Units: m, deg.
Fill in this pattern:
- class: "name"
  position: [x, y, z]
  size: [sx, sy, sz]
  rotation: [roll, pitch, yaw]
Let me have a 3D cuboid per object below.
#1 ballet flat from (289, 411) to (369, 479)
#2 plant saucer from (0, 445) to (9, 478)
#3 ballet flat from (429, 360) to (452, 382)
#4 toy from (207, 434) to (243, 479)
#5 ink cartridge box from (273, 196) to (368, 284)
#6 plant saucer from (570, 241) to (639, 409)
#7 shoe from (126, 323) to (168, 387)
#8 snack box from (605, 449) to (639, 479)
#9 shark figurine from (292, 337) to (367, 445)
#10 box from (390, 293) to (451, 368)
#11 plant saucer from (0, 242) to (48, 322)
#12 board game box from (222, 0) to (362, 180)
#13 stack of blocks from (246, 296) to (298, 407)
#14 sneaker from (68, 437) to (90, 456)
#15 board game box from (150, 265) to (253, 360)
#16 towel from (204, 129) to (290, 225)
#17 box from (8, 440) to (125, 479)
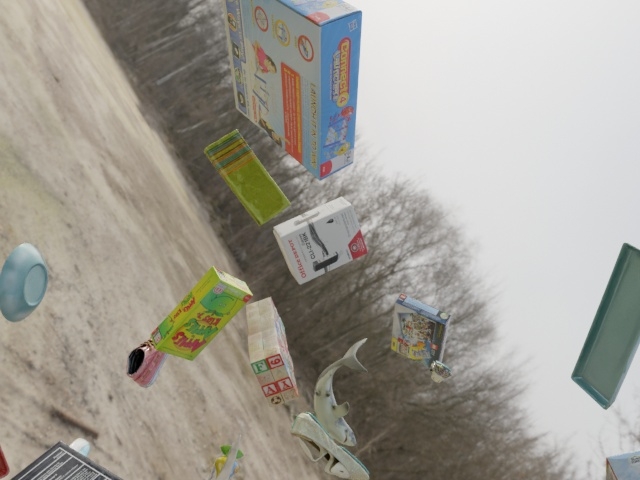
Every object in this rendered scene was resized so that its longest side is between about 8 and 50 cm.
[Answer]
- class: "ballet flat"
  position: [0.012, 0.369, 0.949]
  size: [0.168, 0.052, 0.057]
  rotation: [45, -34, -2]
- class: "plant saucer"
  position: [-0.880, 0.470, 1.235]
  size: [0.047, 0.259, 0.259]
  rotation: [-28, -95, 54]
- class: "ballet flat"
  position: [0.242, 0.270, 1.122]
  size: [0.041, 0.041, 0.114]
  rotation: [58, 1, 10]
- class: "toy"
  position: [-0.167, 0.448, 0.877]
  size: [0.056, 0.137, 0.237]
  rotation: [25, 46, -13]
- class: "ink cartridge box"
  position: [0.000, 0.000, 1.905]
  size: [0.114, 0.272, 0.197]
  rotation: [-129, -164, -64]
- class: "plant saucer"
  position: [0.354, 0.102, 0.653]
  size: [0.067, 0.018, 0.192]
  rotation: [-123, -140, -64]
- class: "shoe"
  position: [-0.428, 0.276, 1.395]
  size: [0.063, 0.178, 0.081]
  rotation: [7, -30, 19]
- class: "snack box"
  position: [0.506, 0.355, 0.785]
  size: [0.070, 0.174, 0.207]
  rotation: [-96, 164, -44]
- class: "shark figurine"
  position: [0.028, 0.368, 1.381]
  size: [0.116, 0.166, 0.279]
  rotation: [-60, 158, -69]
- class: "box"
  position: [0.297, 0.279, 1.660]
  size: [0.159, 0.044, 0.233]
  rotation: [23, -42, 24]
- class: "plant saucer"
  position: [-0.712, 0.105, 1.346]
  size: [0.195, 0.037, 0.195]
  rotation: [6, 90, -88]
- class: "board game box"
  position: [-0.059, -0.319, 1.017]
  size: [0.302, 0.086, 0.308]
  rotation: [44, -29, 32]
- class: "stack of blocks"
  position: [-0.148, 0.324, 1.643]
  size: [0.297, 0.087, 0.171]
  rotation: [-110, -179, -62]
- class: "sneaker"
  position: [-0.755, 0.748, 1.652]
  size: [0.150, 0.135, 0.366]
  rotation: [30, 16, -8]
- class: "board game box"
  position: [-0.224, 0.141, 1.041]
  size: [0.092, 0.181, 0.043]
  rotation: [35, 11, -47]
- class: "towel"
  position: [-0.182, -0.158, 1.380]
  size: [0.237, 0.102, 0.021]
  rotation: [54, -12, 0]
- class: "box"
  position: [-0.610, 0.670, 1.265]
  size: [0.293, 0.296, 0.183]
  rotation: [15, -58, 28]
